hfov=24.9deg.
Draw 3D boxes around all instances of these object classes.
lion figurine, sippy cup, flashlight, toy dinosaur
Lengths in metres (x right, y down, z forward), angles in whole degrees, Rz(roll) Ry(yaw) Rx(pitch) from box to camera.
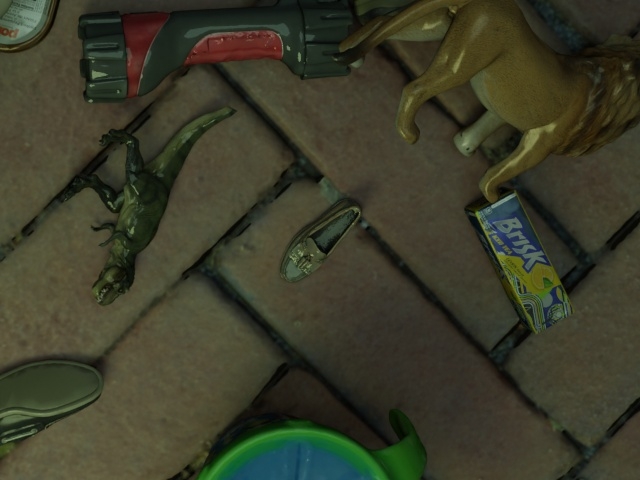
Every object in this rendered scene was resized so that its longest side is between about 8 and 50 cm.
[{"bbox_3d":[0.209,-0.187,1.598,0.240,0.142,0.392,-38,142,22],"label":"lion figurine"},{"bbox_3d":[-0.044,0.297,1.626,0.305,0.224,0.240,7,94,-10],"label":"sippy cup"},{"bbox_3d":[-0.116,-0.211,1.623,0.304,0.103,0.103,-3,140,-12],"label":"flashlight"},{"bbox_3d":[-0.214,-0.062,1.643,0.118,0.064,0.268,31,89,-18],"label":"toy dinosaur"}]

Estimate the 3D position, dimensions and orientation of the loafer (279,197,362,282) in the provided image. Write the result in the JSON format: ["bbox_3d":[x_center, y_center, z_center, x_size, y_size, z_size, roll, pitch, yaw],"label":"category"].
[{"bbox_3d":[0.000,0.000,1.693,0.045,0.039,0.125,44,88,-12],"label":"loafer"}]

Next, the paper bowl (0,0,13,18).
[{"bbox_3d":[-0.407,-0.311,1.473,0.148,0.284,0.284,-16,100,-32],"label":"paper bowl"}]

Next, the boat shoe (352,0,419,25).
[{"bbox_3d":[0.161,-0.353,1.564,0.355,0.132,0.130,-24,96,30],"label":"boat shoe"}]

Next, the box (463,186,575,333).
[{"bbox_3d":[0.237,0.023,1.728,0.059,0.054,0.169,-29,99,-5],"label":"box"}]

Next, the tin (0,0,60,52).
[{"bbox_3d":[-0.336,-0.302,1.606,0.106,0.040,0.190,15,94,-7],"label":"tin"}]

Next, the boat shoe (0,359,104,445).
[{"bbox_3d":[-0.348,0.194,1.659,0.206,0.075,0.065,-15,142,-13],"label":"boat shoe"}]
